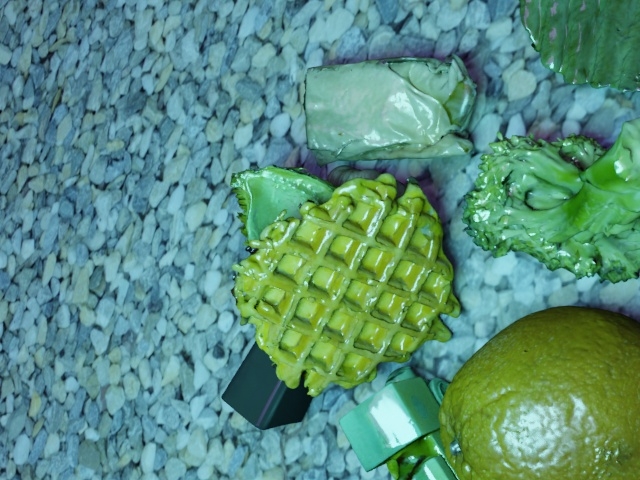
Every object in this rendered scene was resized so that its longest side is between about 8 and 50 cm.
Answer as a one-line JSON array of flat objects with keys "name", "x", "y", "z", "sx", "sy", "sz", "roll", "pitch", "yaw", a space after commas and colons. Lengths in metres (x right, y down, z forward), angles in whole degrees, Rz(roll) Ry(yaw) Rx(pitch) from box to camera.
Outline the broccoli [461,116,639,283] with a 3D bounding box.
[{"name": "broccoli", "x": 0.368, "y": -0.066, "z": 1.034, "sx": 0.353, "sy": 0.397, "sz": 0.274, "roll": -21, "pitch": 75, "yaw": 32}]

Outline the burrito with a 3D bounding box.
[{"name": "burrito", "x": 0.134, "y": -0.231, "z": 1.306, "sx": 0.332, "sy": 0.135, "sz": 0.190, "roll": 2, "pitch": 86, "yaw": 27}]

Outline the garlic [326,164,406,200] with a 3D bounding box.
[{"name": "garlic", "x": 0.081, "y": -0.075, "z": 1.315, "sx": 0.159, "sy": 0.147, "sz": 0.102, "roll": 22, "pitch": 76, "yaw": 12}]

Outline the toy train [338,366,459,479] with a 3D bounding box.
[{"name": "toy train", "x": 0.199, "y": 0.391, "z": 1.156, "sx": 0.160, "sy": 0.253, "sz": 0.397, "roll": -39, "pitch": 69, "yaw": 21}]

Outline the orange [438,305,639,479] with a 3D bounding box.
[{"name": "orange", "x": 0.356, "y": 0.258, "z": 1.037, "sx": 0.357, "sy": 0.322, "sz": 0.322, "roll": -15, "pitch": 77, "yaw": -4}]

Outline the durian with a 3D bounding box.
[{"name": "durian", "x": -0.004, "y": 0.008, "z": 1.253, "sx": 0.198, "sy": 0.394, "sz": 0.163, "roll": -28, "pitch": 28, "yaw": 50}]

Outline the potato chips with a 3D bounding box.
[{"name": "potato chips", "x": 0.511, "y": -0.420, "z": 1.151, "sx": 0.373, "sy": 0.097, "sz": 0.389, "roll": -19, "pitch": 76, "yaw": 26}]

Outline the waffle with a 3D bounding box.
[{"name": "waffle", "x": 0.052, "y": 0.087, "z": 1.195, "sx": 0.380, "sy": 0.382, "sz": 0.095, "roll": -26, "pitch": 28, "yaw": -4}]

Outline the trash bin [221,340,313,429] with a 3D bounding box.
[{"name": "trash bin", "x": -0.061, "y": 0.228, "z": 1.354, "sx": 0.115, "sy": 0.165, "sz": 0.225, "roll": 31, "pitch": 97, "yaw": 27}]
